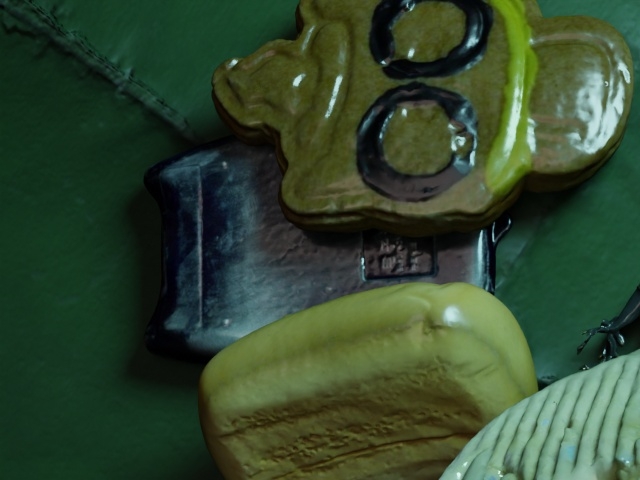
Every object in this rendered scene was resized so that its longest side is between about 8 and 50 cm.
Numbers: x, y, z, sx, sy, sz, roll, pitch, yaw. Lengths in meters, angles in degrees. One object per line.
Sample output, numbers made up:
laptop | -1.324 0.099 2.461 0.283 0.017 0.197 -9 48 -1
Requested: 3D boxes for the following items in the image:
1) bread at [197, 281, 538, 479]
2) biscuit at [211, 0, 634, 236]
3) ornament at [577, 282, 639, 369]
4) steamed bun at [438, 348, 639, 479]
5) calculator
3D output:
bread | 0.032 0.097 1.229 0.217 0.147 0.098 -14 29 19
biscuit | 0.064 -0.103 1.286 0.290 0.041 0.208 1 64 14
ornament | 0.211 0.041 1.205 0.125 0.073 0.028 -42 106 0
steamed bun | 0.219 0.178 1.076 0.280 0.268 0.207 -32 104 -8
calculator | 0.000 0.000 1.315 0.268 0.040 0.177 -6 75 14
